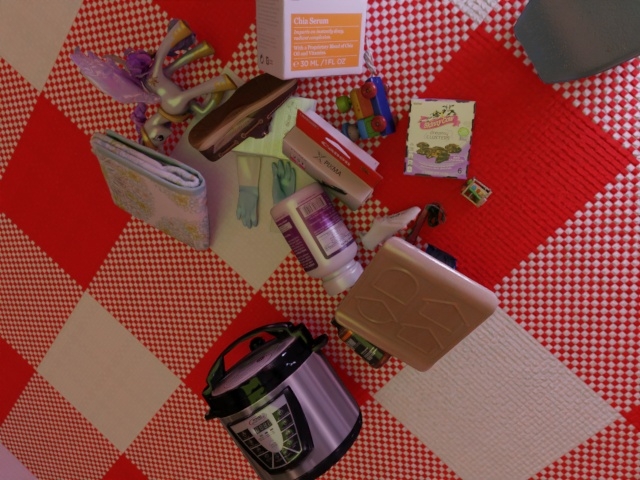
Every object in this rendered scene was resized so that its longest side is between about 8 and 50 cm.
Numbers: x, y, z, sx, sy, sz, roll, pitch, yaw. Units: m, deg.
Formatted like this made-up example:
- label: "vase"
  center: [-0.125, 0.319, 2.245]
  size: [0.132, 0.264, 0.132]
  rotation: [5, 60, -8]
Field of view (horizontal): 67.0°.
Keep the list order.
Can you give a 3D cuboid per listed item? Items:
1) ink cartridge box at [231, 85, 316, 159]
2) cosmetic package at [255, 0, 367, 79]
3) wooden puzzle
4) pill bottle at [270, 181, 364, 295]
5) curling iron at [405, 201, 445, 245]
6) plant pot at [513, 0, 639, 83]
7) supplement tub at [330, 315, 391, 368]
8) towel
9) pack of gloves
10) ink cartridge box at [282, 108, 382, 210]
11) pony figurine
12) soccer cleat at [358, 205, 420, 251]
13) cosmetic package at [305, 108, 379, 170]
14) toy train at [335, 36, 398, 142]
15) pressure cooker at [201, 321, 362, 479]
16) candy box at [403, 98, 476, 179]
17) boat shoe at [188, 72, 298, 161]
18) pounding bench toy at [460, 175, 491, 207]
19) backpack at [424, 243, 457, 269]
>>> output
- label: "ink cartridge box"
  center: [-0.140, -0.336, 1.409]
  size: [0.232, 0.066, 0.189]
  rotation: [8, 108, -6]
- label: "cosmetic package"
  center: [-0.020, -0.622, 1.115]
  size: [0.161, 0.230, 0.453]
  rotation: [42, 139, 49]
- label: "wooden puzzle"
  center: [0.245, 0.173, 1.307]
  size: [0.322, 0.080, 0.348]
  rotation: [30, 130, 0]
- label: "pill bottle"
  center: [0.000, 0.000, 1.380]
  size: [0.169, 0.169, 0.302]
  rotation: [-29, 94, 23]
- label: "curling iron"
  center: [0.266, 0.012, 1.369]
  size: [0.068, 0.035, 0.274]
  rotation: [33, 112, 7]
- label: "plant pot"
  center: [0.570, -0.475, 1.035]
  size: [0.252, 0.248, 0.247]
  rotation: [-29, 95, 39]
- label: "supplement tub"
  center: [0.126, 0.284, 1.451]
  size: [0.198, 0.106, 0.106]
  rotation: [41, 113, 3]
- label: "towel"
  center: [-0.500, -0.148, 1.467]
  size: [0.374, 0.090, 0.320]
  rotation: [28, 149, 10]
- label: "pack of gloves"
  center: [-0.174, -0.135, 1.466]
  size: [0.195, 0.046, 0.232]
  rotation: [7, 106, 15]
- label: "ink cartridge box"
  center: [0.021, -0.201, 1.276]
  size: [0.275, 0.239, 0.060]
  rotation: [39, 83, 0]
- label: "pony figurine"
  center: [-0.465, -0.443, 1.371]
  size: [0.363, 0.303, 0.351]
  rotation: [-36, 105, 15]
- label: "soccer cleat"
  center: [0.191, -0.045, 1.363]
  size: [0.196, 0.068, 0.076]
  rotation: [-38, 88, 26]
- label: "cosmetic package"
  center: [0.045, -0.251, 1.323]
  size: [0.239, 0.099, 0.060]
  rotation: [39, 83, 3]
- label: "toy train"
  center: [0.102, -0.388, 1.286]
  size: [0.143, 0.105, 0.248]
  rotation: [-12, 101, 34]
- label: "pressure cooker"
  center: [-0.127, 0.465, 1.445]
  size: [0.420, 0.370, 0.375]
  rotation: [57, 142, -2]
- label: "candy box"
  center: [0.309, -0.266, 1.260]
  size: [0.164, 0.070, 0.196]
  rotation: [7, 107, 16]
- label: "boat shoe"
  center: [-0.196, -0.337, 1.335]
  size: [0.342, 0.123, 0.123]
  rotation: [-36, 48, 4]
- label: "pounding bench toy"
  center: [0.403, -0.127, 1.261]
  size: [0.065, 0.083, 0.052]
  rotation: [39, 113, 4]
- label: "backpack"
  center: [0.317, 0.082, 1.326]
  size: [0.098, 0.120, 0.101]
  rotation: [23, 110, 10]
